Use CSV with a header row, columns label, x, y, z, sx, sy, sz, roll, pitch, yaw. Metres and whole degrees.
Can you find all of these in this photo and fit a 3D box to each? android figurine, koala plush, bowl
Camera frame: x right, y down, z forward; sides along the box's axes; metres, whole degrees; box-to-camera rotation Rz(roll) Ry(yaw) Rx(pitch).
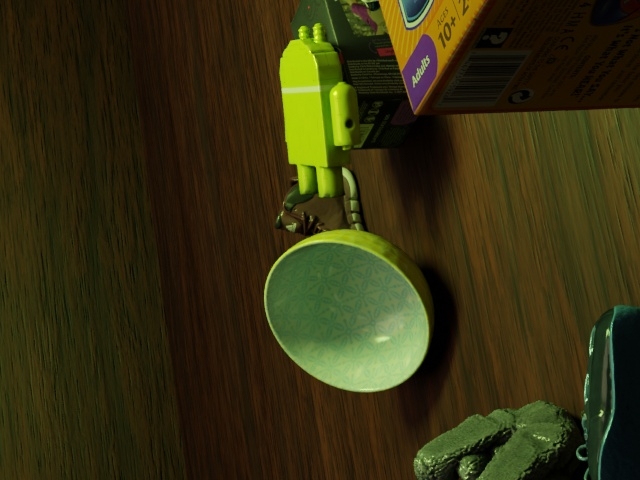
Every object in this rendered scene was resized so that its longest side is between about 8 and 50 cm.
label,x,y,z,sx,sy,sz,roll,pitch,yaw
android figurine,-0.007,-0.206,1.883,0.248,0.056,0.273,-170,74,-68
koala plush,0.269,0.346,1.552,0.196,0.203,0.221,14,128,56
bowl,0.069,0.091,1.960,0.156,0.289,0.289,-49,-26,-53

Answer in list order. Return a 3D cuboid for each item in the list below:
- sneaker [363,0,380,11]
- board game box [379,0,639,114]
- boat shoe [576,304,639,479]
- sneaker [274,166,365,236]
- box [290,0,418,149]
label,x,y,z,sx,sy,sz,roll,pitch,yaw
sneaker,0.065,-0.422,1.893,0.237,0.085,0.086,32,115,22
board game box,0.263,-0.367,1.120,0.356,0.356,0.356,120,142,-56
boat shoe,0.356,0.208,1.381,0.089,0.109,0.258,145,135,-74
sneaker,0.000,0.000,2.158,0.106,0.162,0.281,120,141,-56
box,0.060,-0.304,1.971,0.165,0.143,0.270,121,141,-56
